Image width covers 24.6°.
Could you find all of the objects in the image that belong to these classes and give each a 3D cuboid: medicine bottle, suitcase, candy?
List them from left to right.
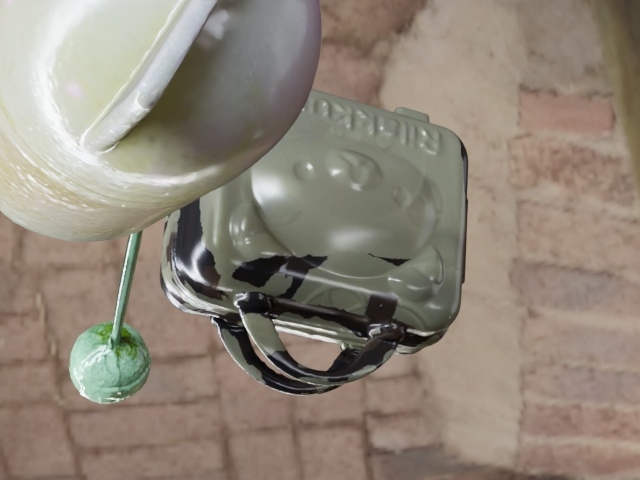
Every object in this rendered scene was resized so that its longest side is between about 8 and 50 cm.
[{"bbox_3d":[-0.273,0.092,2.013,0.119,0.119,0.440,3,145,-13],"label":"candy"},{"bbox_3d":[-0.132,-0.142,1.091,0.235,0.236,0.406,10,168,-22],"label":"medicine bottle"},{"bbox_3d":[0.000,0.000,1.623,0.351,0.339,0.194,14,157,-21],"label":"suitcase"}]
